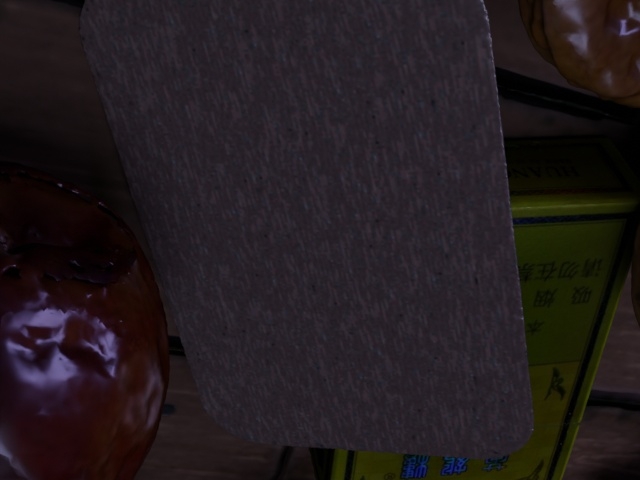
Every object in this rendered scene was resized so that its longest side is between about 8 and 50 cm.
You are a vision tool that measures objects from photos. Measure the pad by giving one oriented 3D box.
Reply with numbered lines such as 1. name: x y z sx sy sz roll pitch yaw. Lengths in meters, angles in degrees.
1. pad: 0.000 0.000 0.500 0.176 0.002 0.266 0 125 19

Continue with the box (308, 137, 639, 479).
1. box: 0.073 0.053 0.588 0.141 0.064 0.220 -4 127 -11

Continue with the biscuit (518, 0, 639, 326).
1. biscuit: 0.195 -0.063 0.489 0.262 0.052 0.277 -15 120 -20

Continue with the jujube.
1. jujube: -0.169 0.080 0.475 0.183 0.183 0.243 28 115 -31
